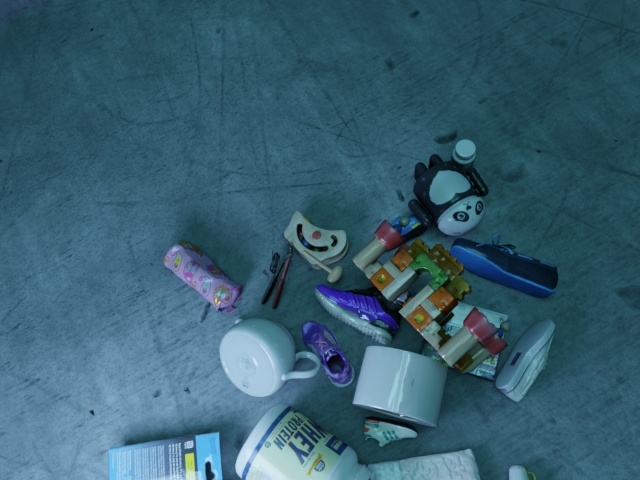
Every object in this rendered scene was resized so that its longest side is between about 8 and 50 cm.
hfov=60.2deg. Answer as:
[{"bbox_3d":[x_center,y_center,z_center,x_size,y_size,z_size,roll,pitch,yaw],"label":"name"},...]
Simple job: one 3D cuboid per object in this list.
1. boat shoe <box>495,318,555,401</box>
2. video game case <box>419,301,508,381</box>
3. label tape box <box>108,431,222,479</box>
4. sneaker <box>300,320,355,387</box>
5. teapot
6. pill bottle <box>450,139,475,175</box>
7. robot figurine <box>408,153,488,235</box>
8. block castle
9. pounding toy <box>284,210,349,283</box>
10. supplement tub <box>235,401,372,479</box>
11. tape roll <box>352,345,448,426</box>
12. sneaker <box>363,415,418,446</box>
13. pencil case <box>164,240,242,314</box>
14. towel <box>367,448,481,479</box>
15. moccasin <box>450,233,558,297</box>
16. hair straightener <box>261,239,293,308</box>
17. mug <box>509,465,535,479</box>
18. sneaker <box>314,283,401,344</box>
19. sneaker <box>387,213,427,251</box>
[{"bbox_3d":[0.628,0.356,1.642,0.088,0.096,0.267,43,70,-10],"label":"boat shoe"},{"bbox_3d":[0.442,0.300,1.705,0.232,0.042,0.210,14,71,12],"label":"video game case"},{"bbox_3d":[-0.437,0.706,1.611,0.334,0.106,0.240,-9,69,2],"label":"label tape box"},{"bbox_3d":[0.020,0.340,1.704,0.095,0.104,0.236,-35,68,-6],"label":"sneaker"},{"bbox_3d":[-0.163,0.337,1.682,0.253,0.187,0.256,-32,88,38],"label":"teapot"},{"bbox_3d":[0.483,-0.279,1.872,0.078,0.137,0.078,-2,69,6],"label":"pill bottle"},{"bbox_3d":[0.415,-0.148,1.808,0.209,0.174,0.278,-44,65,32],"label":"robot figurine"},{"bbox_3d":[0.326,0.149,1.594,0.213,0.303,0.453,-44,59,4],"label":"block castle"},{"bbox_3d":[0.000,0.000,1.808,0.154,0.155,0.269,-44,71,-6],"label":"pounding toy"},{"bbox_3d":[-0.044,0.632,1.528,0.325,0.235,0.235,30,75,16],"label":"supplement tub"},{"bbox_3d":[0.229,0.416,1.577,0.246,0.246,0.169,12,70,11],"label":"tape roll"},{"bbox_3d":[0.204,0.572,1.628,0.161,0.057,0.075,10,87,8],"label":"sneaker"},{"bbox_3d":[-0.386,0.121,1.828,0.284,0.124,0.124,37,77,17],"label":"pencil case"},{"bbox_3d":[0.302,0.763,1.515,0.317,0.053,0.331,-8,61,3],"label":"towel"},{"bbox_3d":[0.579,0.068,1.749,0.342,0.137,0.116,26,69,0],"label":"moccasin"},{"bbox_3d":[-0.153,0.103,1.810,0.089,0.047,0.230,18,94,14],"label":"hair straightener"},{"bbox_3d":[0.561,0.669,1.551,0.062,0.078,0.064,-22,54,33],"label":"mug"},{"bbox_3d":[0.126,0.199,1.756,0.293,0.102,0.146,30,71,11],"label":"sneaker"},{"bbox_3d":[0.251,-0.029,1.846,0.209,0.069,0.082,-27,53,-3],"label":"sneaker"}]
